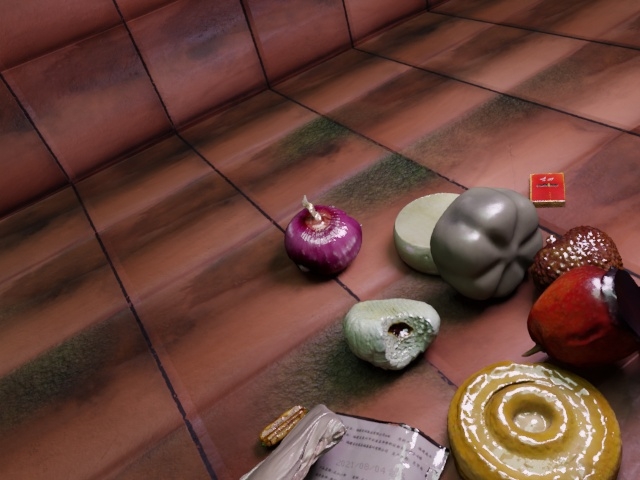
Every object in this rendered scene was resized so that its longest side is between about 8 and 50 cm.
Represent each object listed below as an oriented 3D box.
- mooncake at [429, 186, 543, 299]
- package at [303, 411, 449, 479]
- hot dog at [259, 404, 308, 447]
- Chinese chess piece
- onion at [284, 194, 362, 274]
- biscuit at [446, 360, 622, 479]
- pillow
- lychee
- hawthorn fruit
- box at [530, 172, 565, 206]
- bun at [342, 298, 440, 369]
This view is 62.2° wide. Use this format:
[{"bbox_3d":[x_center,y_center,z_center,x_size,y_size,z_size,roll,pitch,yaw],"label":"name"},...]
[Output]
[{"bbox_3d":[0.386,0.010,1.206,0.275,0.274,0.135,-31,33,-16],"label":"mooncake"},{"bbox_3d":[0.089,0.427,0.980,0.251,0.062,0.203,6,43,33],"label":"package"},{"bbox_3d":[-0.075,0.390,1.111,0.122,0.036,0.049,-30,28,-24],"label":"hot dog"},{"bbox_3d":[0.318,-0.020,1.397,0.251,0.101,0.250,-11,39,9],"label":"Chinese chess piece"},{"bbox_3d":[0.001,0.008,1.443,0.208,0.200,0.200,22,45,-2],"label":"onion"},{"bbox_3d":[0.375,0.336,0.949,0.297,0.101,0.296,-12,36,9],"label":"biscuit"},{"bbox_3d":[-0.058,0.416,0.999,0.270,0.067,0.173,-39,3,-24],"label":"pillow"},{"bbox_3d":[0.556,0.060,1.146,0.195,0.194,0.194,-11,39,9],"label":"lychee"},{"bbox_3d":[0.490,0.159,0.993,0.251,0.190,0.189,-50,29,27],"label":"hawthorn fruit"},{"bbox_3d":[0.635,-0.141,1.485,0.090,0.023,0.133,3,43,21],"label":"box"},{"bbox_3d":[0.156,0.208,1.164,0.213,0.126,0.204,-2,15,11],"label":"bun"}]
